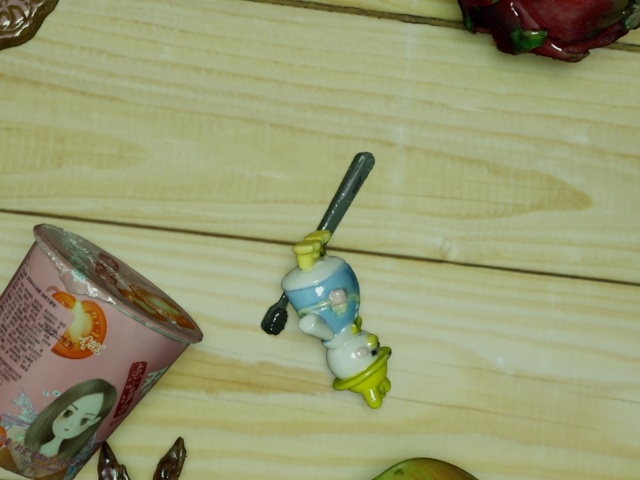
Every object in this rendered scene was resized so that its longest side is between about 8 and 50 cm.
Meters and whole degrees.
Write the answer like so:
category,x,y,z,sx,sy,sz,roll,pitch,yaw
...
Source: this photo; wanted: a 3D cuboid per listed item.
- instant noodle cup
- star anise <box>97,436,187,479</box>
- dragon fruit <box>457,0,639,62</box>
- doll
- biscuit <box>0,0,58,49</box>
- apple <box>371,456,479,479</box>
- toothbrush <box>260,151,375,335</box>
category,x,y,z,sx,sy,sz,roll,pitch,yaw
instant noodle cup,-0.304,0.140,0.828,0.243,0.243,0.231,35,87,2
star anise,-0.231,0.392,0.866,0.288,0.088,0.289,0,84,-2
dragon fruit,0.308,-0.394,0.899,0.328,0.329,0.330,0,82,-3
doll,0.024,0.108,0.901,0.098,0.135,0.241,-29,97,-5
biscuit,-0.503,-0.389,0.978,0.257,0.049,0.273,34,83,1
apple,0.126,0.387,0.840,0.246,0.246,0.226,-37,67,-7
toothbrush,0.000,0.000,0.962,0.030,0.030,0.297,34,79,-24
